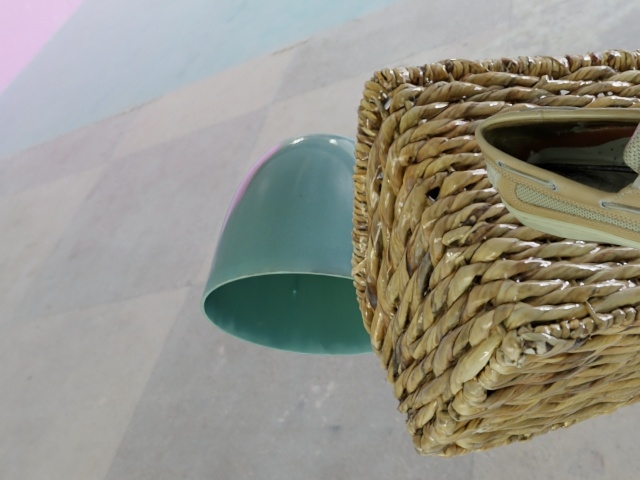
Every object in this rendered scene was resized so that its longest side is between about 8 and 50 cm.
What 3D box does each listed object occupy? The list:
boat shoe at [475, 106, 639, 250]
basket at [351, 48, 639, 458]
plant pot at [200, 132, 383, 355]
[{"bbox_3d":[0.145,-0.027,0.290,0.190,0.072,0.068,6,66,46],"label":"boat shoe"},{"bbox_3d":[0.174,0.009,0.544,0.300,0.213,0.223,-10,57,-21],"label":"basket"},{"bbox_3d":[0.000,0.000,0.983,0.293,0.293,0.235,-13,58,30],"label":"plant pot"}]
